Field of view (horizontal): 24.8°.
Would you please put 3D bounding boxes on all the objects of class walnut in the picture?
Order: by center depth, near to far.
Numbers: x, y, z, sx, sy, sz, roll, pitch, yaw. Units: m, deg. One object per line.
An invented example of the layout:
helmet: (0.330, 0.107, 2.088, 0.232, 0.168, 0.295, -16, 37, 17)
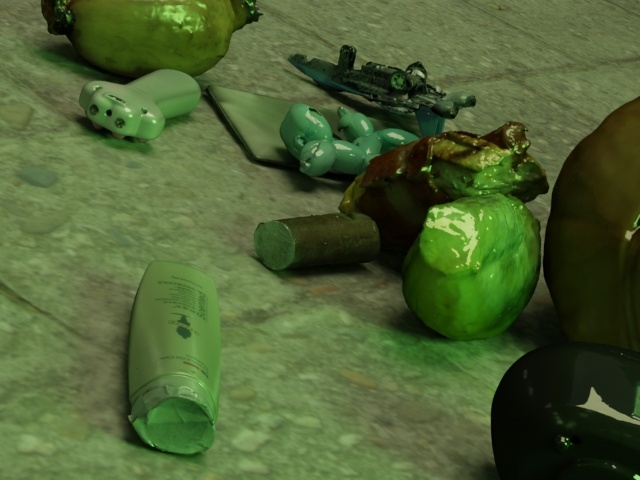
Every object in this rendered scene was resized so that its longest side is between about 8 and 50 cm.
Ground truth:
walnut: (0.410, 0.010, 1.403, 0.398, 0.308, 0.354, 1, 18, -38)

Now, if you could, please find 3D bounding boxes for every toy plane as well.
toy plane: (0.072, -0.204, 1.873, 0.246, 0.078, 0.169, 28, 23, 14)

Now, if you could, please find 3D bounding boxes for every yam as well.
yam: (0.000, 0.000, 1.378, 0.132, 0.054, 0.054, -5, 34, -46)

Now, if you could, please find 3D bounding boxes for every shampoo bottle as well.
shampoo bottle: (-0.108, 0.083, 1.093, 0.072, 0.049, 0.212, 20, 22, -16)

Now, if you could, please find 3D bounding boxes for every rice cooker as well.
rice cooker: (0.226, 0.161, 1.108, 0.203, 0.142, 0.118, 21, 34, 0)

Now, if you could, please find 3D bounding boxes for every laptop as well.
laptop: (0.011, -0.115, 1.698, 0.269, 0.015, 0.187, 9, 26, -29)

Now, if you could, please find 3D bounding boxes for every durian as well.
durian: (0.147, 0.025, 1.339, 0.101, 0.139, 0.250, 39, 10, 25)

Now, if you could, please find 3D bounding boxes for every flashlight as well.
flashlight: (-0.186, -0.145, 1.549, 0.093, 0.047, 0.200, 26, 20, 9)

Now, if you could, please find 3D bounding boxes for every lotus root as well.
lotus root: (-0.195, -0.259, 1.679, 0.257, 0.140, 0.154, -3, 45, -28)

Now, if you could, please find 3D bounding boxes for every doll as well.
doll: (0.031, -0.096, 1.591, 0.158, 0.059, 0.159, 31, 33, 1)

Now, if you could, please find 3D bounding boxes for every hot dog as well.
hot dog: (0.118, -0.060, 1.443, 0.146, 0.213, 0.103, 19, 53, -49)
